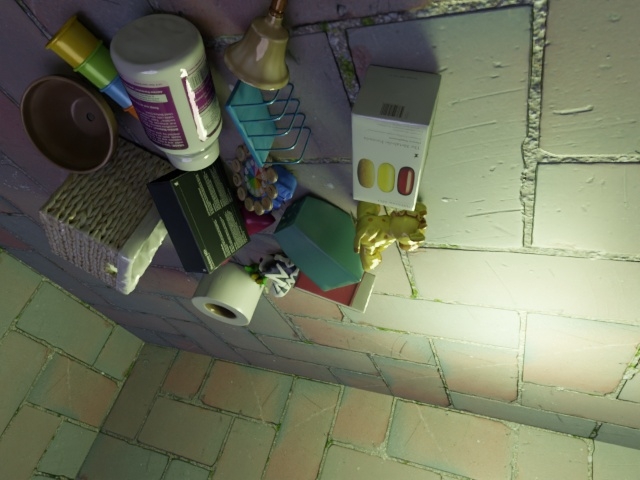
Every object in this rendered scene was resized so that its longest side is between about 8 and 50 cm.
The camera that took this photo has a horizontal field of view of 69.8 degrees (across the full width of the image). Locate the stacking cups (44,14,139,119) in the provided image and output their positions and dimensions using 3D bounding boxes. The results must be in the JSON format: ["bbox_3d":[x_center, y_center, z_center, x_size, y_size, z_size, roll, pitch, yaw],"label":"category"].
[{"bbox_3d":[-0.439,-0.342,1.028,0.096,0.096,0.316,-9,141,40],"label":"stacking cups"}]

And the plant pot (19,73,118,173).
[{"bbox_3d":[-0.599,-0.295,1.141,0.237,0.109,0.237,5,120,9],"label":"plant pot"}]

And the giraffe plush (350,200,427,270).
[{"bbox_3d":[0.177,-0.029,1.122,0.171,0.181,0.210,-4,162,16],"label":"giraffe plush"}]

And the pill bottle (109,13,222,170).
[{"bbox_3d":[-0.300,-0.288,0.957,0.169,0.169,0.301,15,150,9],"label":"pill bottle"}]

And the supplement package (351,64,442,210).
[{"bbox_3d":[0.142,-0.189,0.894,0.139,0.134,0.244,13,150,13],"label":"supplement package"}]

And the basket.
[{"bbox_3d":[-0.586,-0.069,1.334,0.266,0.331,0.328,28,149,-11],"label":"basket"}]

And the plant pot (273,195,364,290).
[{"bbox_3d":[0.000,0.000,1.274,0.234,0.165,0.165,38,146,-23],"label":"plant pot"}]

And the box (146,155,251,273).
[{"bbox_3d":[-0.315,-0.068,1.223,0.103,0.184,0.261,-2,117,32],"label":"box"}]

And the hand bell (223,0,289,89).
[{"bbox_3d":[-0.068,-0.385,0.754,0.126,0.126,0.242,25,137,-10],"label":"hand bell"}]

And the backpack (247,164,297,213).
[{"bbox_3d":[-0.120,-0.130,1.187,0.098,0.101,0.120,30,146,-30],"label":"backpack"}]

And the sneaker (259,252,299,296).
[{"bbox_3d":[-0.162,0.113,1.624,0.153,0.094,0.235,31,149,-16],"label":"sneaker"}]

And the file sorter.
[{"bbox_3d":[-0.099,-0.254,0.950,0.104,0.118,0.170,2,146,21],"label":"file sorter"}]

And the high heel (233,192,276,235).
[{"bbox_3d":[-0.253,0.002,1.446,0.181,0.127,0.377,29,148,5],"label":"high heel"}]

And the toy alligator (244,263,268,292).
[{"bbox_3d":[-0.226,0.137,1.749,0.051,0.056,0.189,-31,137,3],"label":"toy alligator"}]

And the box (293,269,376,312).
[{"bbox_3d":[0.040,0.132,1.463,0.232,0.126,0.148,20,172,-2],"label":"box"}]

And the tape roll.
[{"bbox_3d":[-0.367,0.211,1.831,0.246,0.169,0.246,15,150,9],"label":"tape roll"}]

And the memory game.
[{"bbox_3d":[-0.166,-0.154,1.137,0.186,0.012,0.186,18,115,44],"label":"memory game"}]
